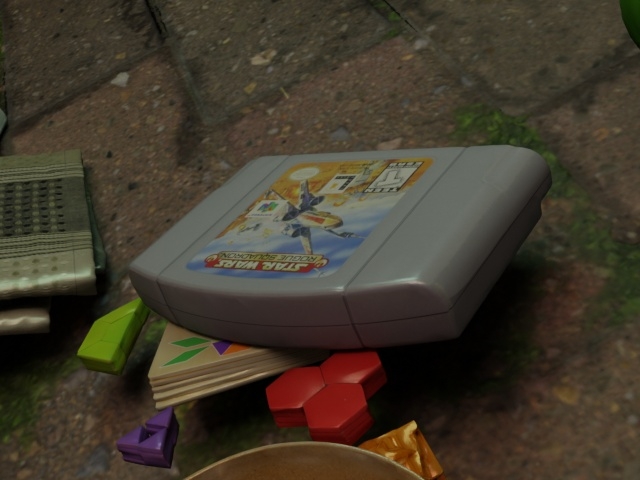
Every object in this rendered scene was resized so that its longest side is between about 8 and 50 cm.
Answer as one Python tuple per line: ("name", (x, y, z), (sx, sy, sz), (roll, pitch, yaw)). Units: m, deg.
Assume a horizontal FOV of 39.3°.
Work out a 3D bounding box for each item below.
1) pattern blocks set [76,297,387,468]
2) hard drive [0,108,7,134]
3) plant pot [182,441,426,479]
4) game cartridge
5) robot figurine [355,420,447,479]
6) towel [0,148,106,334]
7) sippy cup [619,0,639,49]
("pattern blocks set", (-0.055, 0.055, 0.701), (0.286, 0.026, 0.324), (-11, 29, 21))
("hard drive", (-0.522, -0.043, 1.106), (0.203, 0.040, 0.307), (-14, 41, 16))
("plant pot", (-0.024, 0.207, 0.425), (0.236, 0.032, 0.236), (-13, 44, 13))
("game cartridge", (0.000, 0.000, 0.674), (0.297, 0.062, 0.198), (1, 31, 38))
("robot figurine", (-0.038, 0.232, 0.496), (0.291, 0.085, 0.211), (-29, 39, -2))
("towel", (-0.380, 0.003, 0.882), (0.324, 0.056, 0.312), (-8, 30, -13))
("sippy cup", (0.383, -0.231, 0.650), (0.306, 0.224, 0.240), (-3, 46, 27))
